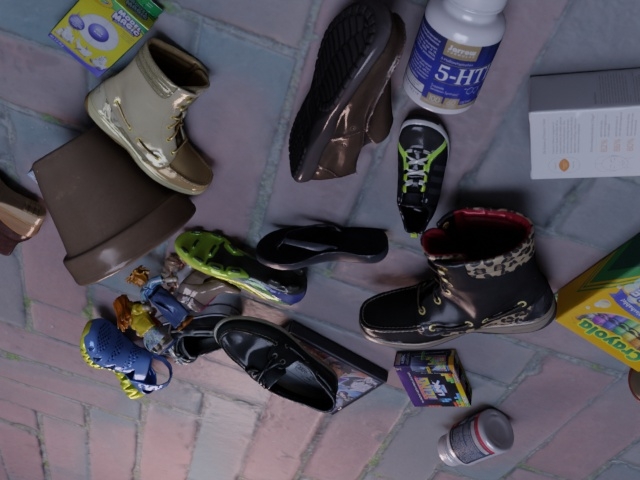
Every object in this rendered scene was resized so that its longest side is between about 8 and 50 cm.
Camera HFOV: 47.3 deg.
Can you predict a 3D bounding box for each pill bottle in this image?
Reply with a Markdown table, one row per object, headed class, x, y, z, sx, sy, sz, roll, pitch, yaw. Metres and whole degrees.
| class | x | y | z | sx | sy | sz | roll | pitch | yaw |
| --- | --- | --- | --- | --- | --- | --- | --- | --- | --- |
| pill bottle | 0.188 | -0.277 | 0.998 | 0.112 | 0.112 | 0.187 | 16 | 139 | 1 |
| pill bottle | 0.373 | 0.490 | 1.788 | 0.108 | 0.108 | 0.180 | 32 | 137 | -17 |

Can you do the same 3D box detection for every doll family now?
| class | x | y | z | sx | sy | sz | roll | pitch | yaw |
| --- | --- | --- | --- | --- | --- | --- | --- | --- | --- |
| doll family | -0.361 | 0.140 | 1.587 | 0.163 | 0.118 | 0.263 | 46 | 118 | 4 |

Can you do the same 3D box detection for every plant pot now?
| class | x | y | z | sx | sy | sz | roll | pitch | yaw |
| --- | --- | --- | --- | --- | --- | --- | --- | --- | --- |
| plant pot | -0.396 | -0.082 | 1.338 | 0.263 | 0.263 | 0.229 | -20 | 108 | 35 |

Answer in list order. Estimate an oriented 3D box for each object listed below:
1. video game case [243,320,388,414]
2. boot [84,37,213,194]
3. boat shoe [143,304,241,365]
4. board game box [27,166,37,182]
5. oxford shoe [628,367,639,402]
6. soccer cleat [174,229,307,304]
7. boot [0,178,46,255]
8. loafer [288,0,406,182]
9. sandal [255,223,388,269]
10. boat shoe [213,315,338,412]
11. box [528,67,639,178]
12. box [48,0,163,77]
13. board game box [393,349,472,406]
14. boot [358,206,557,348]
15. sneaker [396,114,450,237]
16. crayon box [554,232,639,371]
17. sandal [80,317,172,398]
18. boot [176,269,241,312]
| class | x | y | z | sx | sy | sz | roll | pitch | yaw |
| --- | --- | --- | --- | --- | --- | --- | --- | --- | --- |
| video game case | -0.016 | 0.319 | 1.783 | 0.275 | 0.035 | 0.248 | 30 | 137 | -15 |
| boot | -0.244 | -0.203 | 1.240 | 0.203 | 0.095 | 0.262 | -28 | 119 | 38 |
| boat shoe | -0.319 | 0.242 | 1.744 | 0.306 | 0.105 | 0.113 | -14 | 130 | 30 |
| board game box | -0.501 | -0.105 | 1.481 | 0.103 | 0.026 | 0.154 | -18 | 128 | 33 |
| oxford shoe | 0.737 | 0.196 | 1.366 | 0.130 | 0.123 | 0.348 | 4 | 144 | -27 |
| soccer cleat | -0.169 | 0.067 | 1.514 | 0.289 | 0.093 | 0.121 | 20 | 146 | -3 |
| boot | -0.725 | -0.067 | 1.547 | 0.248 | 0.090 | 0.207 | 37 | 133 | -27 |
| loafer | 0.053 | -0.219 | 1.118 | 0.130 | 0.134 | 0.366 | 2 | 153 | -19 |
| sandal | 0.001 | -0.001 | 1.388 | 0.254 | 0.097 | 0.054 | -4 | 137 | 8 |
| boat shoe | -0.092 | 0.289 | 1.635 | 0.127 | 0.113 | 0.340 | -41 | 117 | 16 |
| box | 0.393 | -0.168 | 1.066 | 0.170 | 0.091 | 0.130 | 0 | 137 | 18 |
| box | -0.338 | -0.343 | 1.153 | 0.179 | 0.043 | 0.105 | -28 | 123 | 37 |
| board game box | 0.261 | 0.320 | 1.683 | 0.141 | 0.048 | 0.170 | -7 | 134 | 24 |
| boot | 0.226 | 0.074 | 1.323 | 0.377 | 0.138 | 0.284 | -5 | 145 | 18 |
| sneaker | 0.169 | -0.098 | 1.213 | 0.084 | 0.097 | 0.235 | 5 | 138 | 13 |
| crayon box | 0.578 | 0.117 | 1.316 | 0.203 | 0.083 | 0.323 | 31 | 138 | -8 |
| sandal | -0.483 | 0.295 | 1.856 | 0.138 | 0.126 | 0.317 | -6 | 144 | 23 |
| boot | -0.238 | 0.112 | 1.532 | 0.118 | 0.042 | 0.087 | 29 | 94 | -11 |
